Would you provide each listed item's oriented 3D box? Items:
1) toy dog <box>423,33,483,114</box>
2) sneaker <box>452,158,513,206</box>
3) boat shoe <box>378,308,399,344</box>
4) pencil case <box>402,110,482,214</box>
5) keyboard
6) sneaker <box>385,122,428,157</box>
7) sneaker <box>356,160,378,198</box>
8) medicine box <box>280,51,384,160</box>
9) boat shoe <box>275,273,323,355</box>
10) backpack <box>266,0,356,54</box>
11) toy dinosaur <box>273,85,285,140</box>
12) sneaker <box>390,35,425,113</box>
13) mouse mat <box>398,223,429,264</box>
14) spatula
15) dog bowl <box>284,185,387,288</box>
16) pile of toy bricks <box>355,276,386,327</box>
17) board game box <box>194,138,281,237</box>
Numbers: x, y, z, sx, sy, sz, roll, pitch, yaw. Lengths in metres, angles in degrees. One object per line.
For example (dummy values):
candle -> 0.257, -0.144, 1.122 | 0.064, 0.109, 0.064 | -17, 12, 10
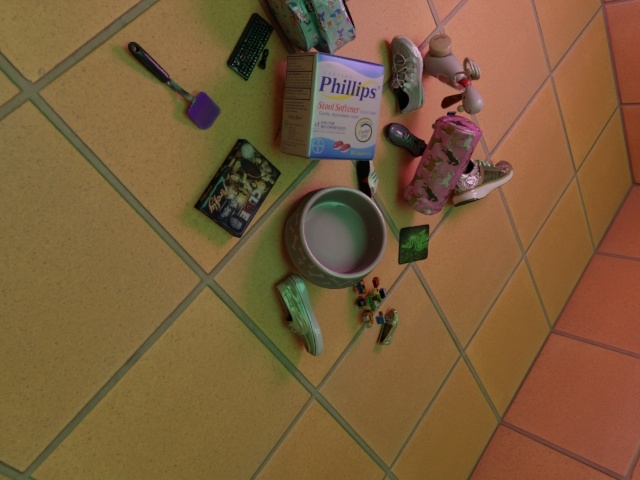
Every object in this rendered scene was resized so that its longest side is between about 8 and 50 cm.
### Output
toy dog -> 0.450, -0.594, 1.847 | 0.161, 0.333, 0.220 | -26, 137, 6
sneaker -> 0.705, -0.302, 2.215 | 0.410, 0.158, 0.182 | -32, 101, -37
boat shoe -> 0.273, 0.348, 2.030 | 0.048, 0.056, 0.153 | 10, 100, -46
pencil case -> 0.441, -0.274, 1.867 | 0.160, 0.167, 0.386 | -20, 141, -41
keyboard -> -0.188, -0.550, 1.454 | 0.108, 0.023, 0.180 | 33, 79, -40
sneaker -> 0.344, -0.381, 1.900 | 0.224, 0.098, 0.083 | 21, 85, -42
sneaker -> 0.176, -0.233, 1.826 | 0.075, 0.057, 0.161 | -29, 117, -52
medicine box -> 0.035, -0.393, 1.509 | 0.264, 0.149, 0.289 | -6, 108, -38
boat shoe -> -0.073, 0.260, 1.693 | 0.094, 0.109, 0.302 | -22, 105, -19
backpack -> -0.019, -0.652, 1.448 | 0.191, 0.225, 0.253 | -43, 132, 1
toy dinosaur -> -0.083, -0.414, 1.548 | 0.211, 0.064, 0.112 | -47, 127, -23
sneaker -> 0.304, -0.590, 1.815 | 0.115, 0.105, 0.281 | -38, 123, -29
mouse mat -> 0.389, 0.015, 2.089 | 0.190, 0.007, 0.152 | -10, 105, -40
spatula -> -0.379, -0.403, 1.315 | 0.296, 0.030, 0.084 | 39, 76, -39
dog bowl -> 0.061, -0.019, 1.639 | 0.349, 0.102, 0.348 | 5, 76, -20
pile of toy bricks -> 0.203, 0.218, 1.921 | 0.105, 0.118, 0.212 | -47, 123, -64
board game box -> -0.238, -0.152, 1.484 | 0.165, 0.042, 0.243 | 41, 73, -39
